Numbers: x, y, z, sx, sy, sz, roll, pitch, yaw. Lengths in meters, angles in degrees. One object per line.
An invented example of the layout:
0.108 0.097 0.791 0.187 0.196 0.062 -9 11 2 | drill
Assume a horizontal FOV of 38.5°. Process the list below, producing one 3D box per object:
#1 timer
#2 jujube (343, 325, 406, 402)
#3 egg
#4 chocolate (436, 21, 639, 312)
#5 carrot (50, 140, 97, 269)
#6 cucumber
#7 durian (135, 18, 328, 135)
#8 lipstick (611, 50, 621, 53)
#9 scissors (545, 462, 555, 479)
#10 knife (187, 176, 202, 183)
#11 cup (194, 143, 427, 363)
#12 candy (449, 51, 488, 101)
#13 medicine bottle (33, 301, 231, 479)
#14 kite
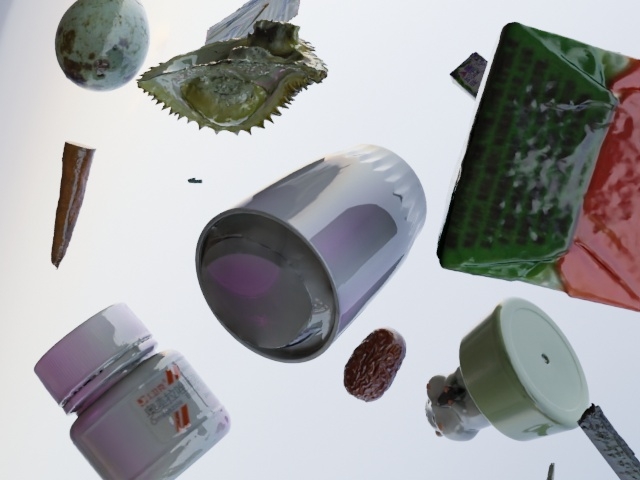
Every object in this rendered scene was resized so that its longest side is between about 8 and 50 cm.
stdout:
0.346 0.311 1.910 0.315 0.290 0.291 -36 -142 33 | timer
0.123 0.275 2.055 0.109 0.112 0.176 32 -83 25 | jujube
-0.401 -0.381 1.713 0.169 0.169 0.231 -36 -149 52 | egg
0.368 -0.103 1.362 0.161 0.341 0.360 -109 -146 -80 | chocolate
-0.436 -0.059 1.578 0.057 0.057 0.224 13 -90 67 | carrot
0.458 0.323 1.457 0.046 0.220 0.070 -36 -156 5 | cucumber
-0.120 -0.266 1.440 0.306 0.166 0.172 2 -106 21 | durian
0.528 -0.270 1.655 0.045 0.145 0.045 -44 -140 -20 | lipstick
0.470 0.553 1.899 0.110 0.021 0.212 -17 -139 36 | scissors
-0.268 -0.128 1.953 0.091 0.005 0.014 6 -79 63 | knife
0.000 0.000 1.440 0.371 0.253 0.253 -40 175 -47 | cup
0.420 -0.308 2.056 0.088 0.061 0.312 -40 -120 -2 | candy
-0.331 0.283 1.607 0.241 0.302 0.241 -40 176 -3 | medicine bottle
-0.156 -0.467 2.013 0.327 0.013 0.377 -42 175 28 | kite
